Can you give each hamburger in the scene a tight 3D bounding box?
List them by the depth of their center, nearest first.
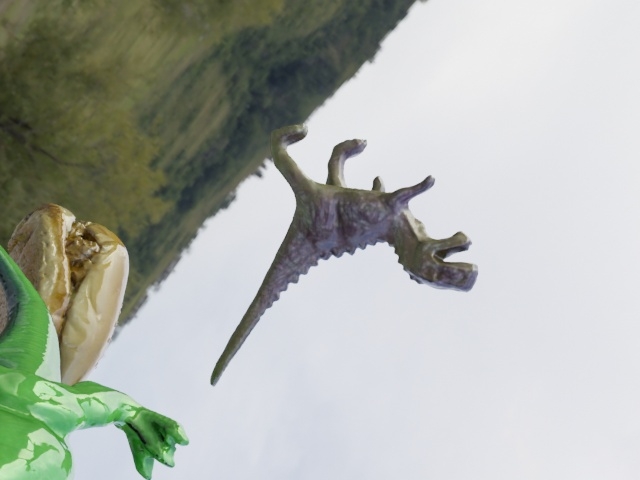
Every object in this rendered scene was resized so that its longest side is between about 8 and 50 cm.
[{"bbox_3d":[-0.402,0.111,1.254,0.304,0.174,0.284,-29,-135,61],"label":"hamburger"}]

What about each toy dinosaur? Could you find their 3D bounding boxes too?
[{"bbox_3d":[-0.304,0.124,0.624,0.500,0.374,0.144,43,-78,31],"label":"toy dinosaur"},{"bbox_3d":[0.001,-0.002,0.756,0.072,0.251,0.200,89,-13,-73],"label":"toy dinosaur"}]
